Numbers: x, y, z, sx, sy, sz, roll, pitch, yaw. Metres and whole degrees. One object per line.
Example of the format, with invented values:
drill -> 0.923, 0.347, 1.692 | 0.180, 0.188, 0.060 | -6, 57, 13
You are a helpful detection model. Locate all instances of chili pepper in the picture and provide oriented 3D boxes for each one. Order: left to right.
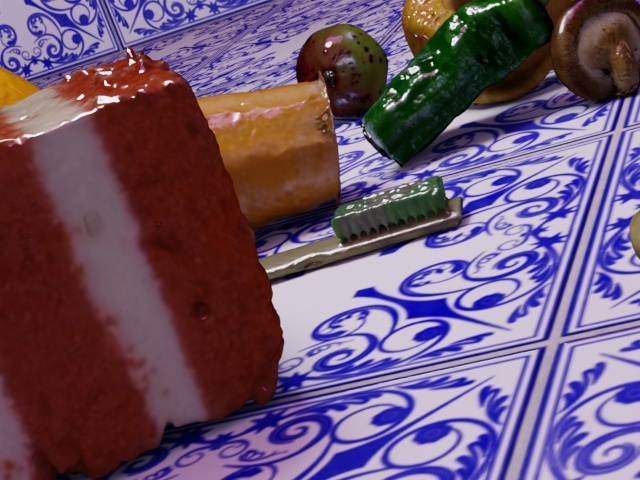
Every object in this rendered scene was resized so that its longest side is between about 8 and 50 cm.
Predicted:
chili pepper -> 0.165, -0.203, 1.668 | 0.270, 0.099, 0.136 | -44, -9, 14

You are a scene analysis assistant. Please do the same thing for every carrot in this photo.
carrot -> -0.106, -0.074, 1.609 | 0.254, 0.196, 0.196 | -13, 15, -6

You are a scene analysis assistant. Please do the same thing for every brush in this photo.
brush -> 0.000, 0.000, 1.430 | 0.282, 0.048, 0.054 | -18, 13, 14

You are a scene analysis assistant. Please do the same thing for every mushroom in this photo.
mushroom -> 0.310, -0.215, 1.626 | 0.127, 0.127, 0.087 | -26, 12, -18

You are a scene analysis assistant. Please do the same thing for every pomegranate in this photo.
pomegranate -> 0.026, -0.233, 2.038 | 0.129, 0.129, 0.159 | -22, 8, -6

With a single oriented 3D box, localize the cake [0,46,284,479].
cake -> -0.224, 0.030, 1.184 | 0.319, 0.270, 0.269 | -24, 15, -11

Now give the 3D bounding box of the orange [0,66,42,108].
orange -> -0.394, -0.045, 1.605 | 0.312, 0.312, 0.312 | -19, 15, 6

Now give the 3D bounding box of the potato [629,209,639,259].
potato -> 0.279, -0.016, 1.067 | 0.091, 0.070, 0.138 | 4, 30, 46

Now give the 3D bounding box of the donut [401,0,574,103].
donut -> 0.210, -0.275, 1.819 | 0.226, 0.114, 0.226 | -21, 45, 23
